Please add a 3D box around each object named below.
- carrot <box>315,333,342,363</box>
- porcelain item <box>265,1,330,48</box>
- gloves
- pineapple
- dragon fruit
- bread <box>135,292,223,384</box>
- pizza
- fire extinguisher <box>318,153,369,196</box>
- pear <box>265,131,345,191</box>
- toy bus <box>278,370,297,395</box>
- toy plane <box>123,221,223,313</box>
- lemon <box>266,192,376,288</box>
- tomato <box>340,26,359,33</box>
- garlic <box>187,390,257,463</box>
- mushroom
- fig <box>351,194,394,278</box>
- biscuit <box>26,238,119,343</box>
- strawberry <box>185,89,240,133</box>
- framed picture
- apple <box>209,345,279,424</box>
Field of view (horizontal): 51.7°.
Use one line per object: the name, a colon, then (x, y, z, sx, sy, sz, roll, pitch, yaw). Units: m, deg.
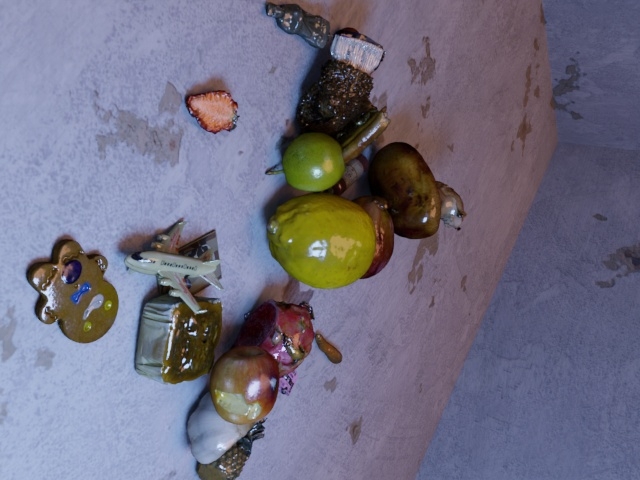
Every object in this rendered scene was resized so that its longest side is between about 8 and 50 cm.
carrot: (0.022, 0.356, 2.188, 0.047, 0.047, 0.191, -62, 141, -22)
porcelain item: (-0.063, -0.568, 1.700, 0.216, 0.069, 0.081, 8, 100, -53)
gloves: (0.052, -0.416, 1.814, 0.210, 0.135, 0.312, -5, 121, -61)
pineapple: (-0.232, 0.573, 1.831, 0.251, 0.125, 0.125, -45, 137, -50)
dragon fruit: (-0.136, 0.264, 1.767, 0.282, 0.211, 0.147, -51, 131, -6)
bread: (-0.321, 0.226, 1.538, 0.192, 0.110, 0.209, 1, 104, -59)
pizza: (0.118, -0.339, 1.913, 0.074, 0.251, 0.287, 38, 60, -25)
fire extinguisher: (0.054, -0.197, 2.013, 0.231, 0.071, 0.099, -43, 107, -39)
pear: (-0.042, -0.204, 1.785, 0.180, 0.216, 0.166, -105, 177, -64)
toy bus: (-0.131, 0.382, 1.943, 0.090, 0.063, 0.203, -62, 147, -27)
toy plane: (-0.326, 0.057, 1.461, 0.244, 0.092, 0.229, 5, 58, -41)
lemon: (0.006, 0.002, 1.819, 0.316, 0.285, 0.285, -30, 125, -49)
tomato: (0.079, -0.568, 1.900, 0.087, 0.075, 0.087, 15, 71, -50)
garlic: (-0.267, 0.464, 1.709, 0.142, 0.178, 0.229, 54, 31, -13)
mushroom: (0.308, -0.157, 2.164, 0.260, 0.345, 0.345, -16, 123, -9)
fig: (0.127, -0.011, 2.062, 0.224, 0.224, 0.263, 10, 84, -57)
biscuit: (-0.485, 0.110, 1.327, 0.180, 0.039, 0.236, -55, 143, -32)
strawberry: (-0.250, -0.302, 1.524, 0.152, 0.048, 0.103, 15, 96, -44)
framed picture: (-0.315, 0.072, 1.594, 0.201, 0.010, 0.136, -32, 127, -47)
apple: (-0.184, 0.355, 1.605, 0.199, 0.199, 0.199, -26, 123, -50)
